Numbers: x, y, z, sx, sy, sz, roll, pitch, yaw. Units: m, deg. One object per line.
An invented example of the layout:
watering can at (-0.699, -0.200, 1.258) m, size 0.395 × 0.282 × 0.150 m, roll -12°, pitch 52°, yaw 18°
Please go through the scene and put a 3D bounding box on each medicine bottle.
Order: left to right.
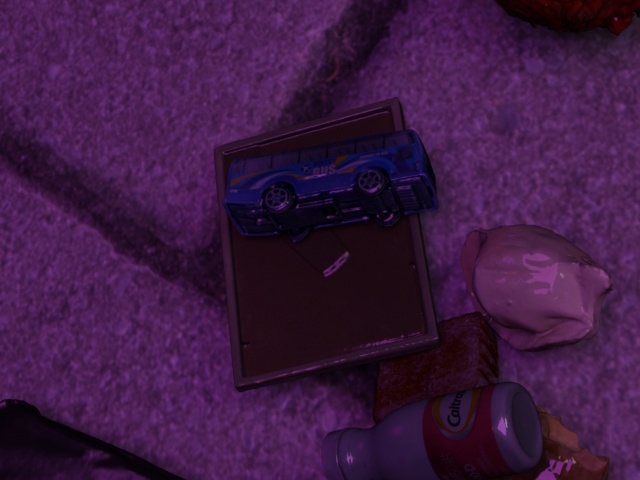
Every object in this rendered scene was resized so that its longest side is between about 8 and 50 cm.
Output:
medicine bottle at (0.108, 0.205, 1.397) m, size 0.217 × 0.090 × 0.090 m, roll -17°, pitch 73°, yaw 28°

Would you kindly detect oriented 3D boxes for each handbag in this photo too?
handbag at (-0.277, 0.321, 1.600) m, size 0.332 × 0.075 × 0.191 m, roll 22°, pitch 86°, yaw 21°

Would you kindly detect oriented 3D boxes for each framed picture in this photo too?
framed picture at (0.000, 0.000, 1.586) m, size 0.241 × 0.020 × 0.324 m, roll -16°, pitch 60°, yaw 12°

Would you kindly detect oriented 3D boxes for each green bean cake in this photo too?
green bean cake at (0.126, 0.150, 1.497) m, size 0.136 × 0.056 × 0.135 m, roll -21°, pitch 31°, yaw 23°

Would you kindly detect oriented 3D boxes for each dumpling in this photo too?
dumpling at (0.227, 0.053, 1.499) m, size 0.199 × 0.118 × 0.136 m, roll 15°, pitch 96°, yaw 47°

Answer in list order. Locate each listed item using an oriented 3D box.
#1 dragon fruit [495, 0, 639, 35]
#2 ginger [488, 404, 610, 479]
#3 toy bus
dragon fruit at (0.268, -0.381, 1.501) m, size 0.277 × 0.277 × 0.342 m, roll -30°, pitch 72°, yaw 8°
ginger at (0.170, 0.267, 1.458) m, size 0.276 × 0.130 × 0.221 m, roll -16°, pitch 63°, yaw 14°
toy bus at (0.011, -0.064, 1.556) m, size 0.237 × 0.079 × 0.094 m, roll -9°, pitch 59°, yaw 15°
